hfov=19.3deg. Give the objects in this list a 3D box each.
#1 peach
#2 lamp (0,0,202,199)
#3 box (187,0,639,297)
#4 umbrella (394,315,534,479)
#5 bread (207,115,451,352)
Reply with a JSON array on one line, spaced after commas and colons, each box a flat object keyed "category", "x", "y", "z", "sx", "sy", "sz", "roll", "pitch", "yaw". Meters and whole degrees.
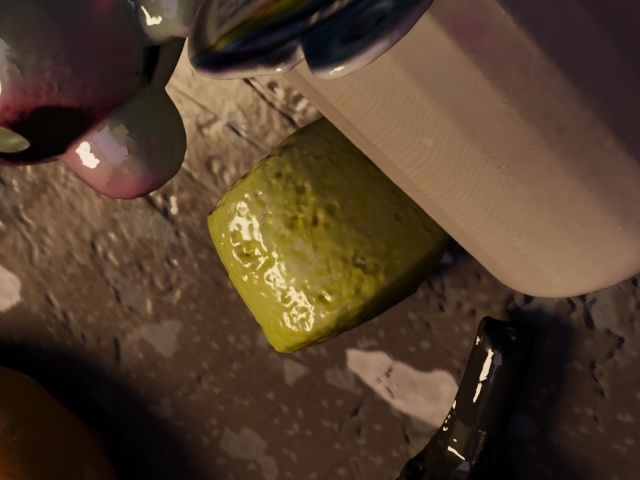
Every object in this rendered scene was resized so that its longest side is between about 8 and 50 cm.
[{"category": "peach", "x": -0.247, "y": 0.197, "z": 1.321, "sx": 0.251, "sy": 0.153, "sz": 0.251, "roll": 15, "pitch": 115, "yaw": 35}, {"category": "lamp", "x": -0.167, "y": -0.172, "z": 0.969, "sx": 0.247, "sy": 0.247, "sz": 0.301, "roll": 27, "pitch": 125, "yaw": 19}, {"category": "box", "x": 0.099, "y": -0.091, "z": 0.855, "sx": 0.262, "sy": 0.291, "sz": 0.206, "roll": -36, "pitch": 114, "yaw": 21}, {"category": "umbrella", "x": 0.072, "y": 0.195, "z": 1.171, "sx": 0.118, "sy": 0.118, "sz": 0.340, "roll": 24, "pitch": 119, "yaw": 15}, {"category": "bread", "x": 0.000, "y": 0.000, "z": 1.077, "sx": 0.129, "sy": 0.111, "sz": 0.114, "roll": -38, "pitch": 89, "yaw": 36}]
